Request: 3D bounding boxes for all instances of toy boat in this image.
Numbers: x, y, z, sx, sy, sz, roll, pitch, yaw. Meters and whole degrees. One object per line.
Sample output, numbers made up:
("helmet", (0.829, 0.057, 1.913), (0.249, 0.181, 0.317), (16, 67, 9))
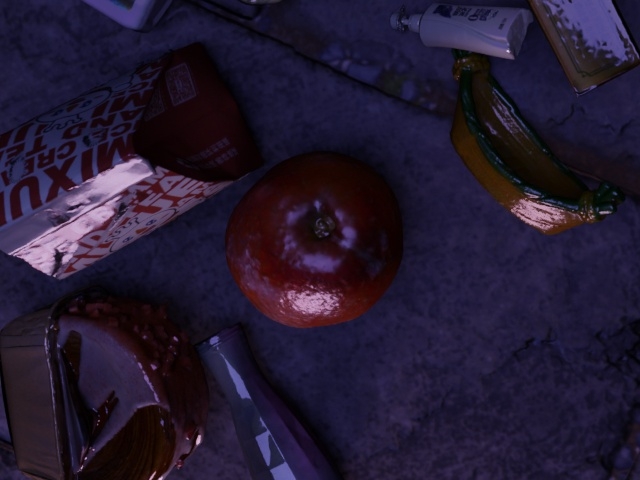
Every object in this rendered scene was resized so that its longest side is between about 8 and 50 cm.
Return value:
("toy boat", (0.182, -0.091, 1.159), (0.229, 0.089, 0.088), (51, 126, 21))

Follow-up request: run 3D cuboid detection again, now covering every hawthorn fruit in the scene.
("hawthorn fruit", (0.000, 0.000, 1.177), (0.173, 0.173, 0.172), (2, 102, 10))

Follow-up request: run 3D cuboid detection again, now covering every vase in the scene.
("vase", (-0.055, 0.187, 1.280), (0.086, 0.086, 0.214), (-29, 91, 15))

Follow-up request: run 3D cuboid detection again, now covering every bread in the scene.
("bread", (-0.221, 0.160, 1.266), (0.212, 0.142, 0.224), (1, 103, 30))

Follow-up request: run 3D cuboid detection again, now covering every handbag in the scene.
("handbag", (-0.177, -0.077, 1.128), (0.171, 0.298, 0.151), (-26, 96, 14))

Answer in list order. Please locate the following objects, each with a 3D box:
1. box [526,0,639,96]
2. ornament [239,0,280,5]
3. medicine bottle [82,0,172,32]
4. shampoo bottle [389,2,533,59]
("box", (0.197, -0.250, 1.093), (0.071, 0.159, 0.240), (-26, 97, 17))
("ornament", (-0.084, -0.330, 1.158), (0.201, 0.059, 0.180), (31, 76, -16))
("medicine bottle", (-0.231, -0.299, 1.204), (0.219, 0.078, 0.115), (32, 98, 2))
("shampoo bottle", (0.124, -0.196, 1.158), (0.141, 0.034, 0.049), (13, 75, 36))
